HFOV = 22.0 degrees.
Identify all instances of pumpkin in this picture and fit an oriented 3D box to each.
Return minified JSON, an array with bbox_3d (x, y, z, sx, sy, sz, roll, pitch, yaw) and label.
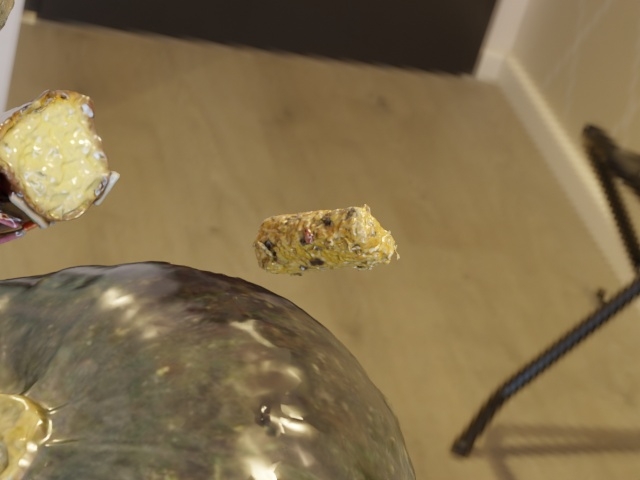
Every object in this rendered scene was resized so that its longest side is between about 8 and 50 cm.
[{"bbox_3d":[-0.149,0.222,1.097,0.454,0.344,0.454,-14,43,14],"label":"pumpkin"}]

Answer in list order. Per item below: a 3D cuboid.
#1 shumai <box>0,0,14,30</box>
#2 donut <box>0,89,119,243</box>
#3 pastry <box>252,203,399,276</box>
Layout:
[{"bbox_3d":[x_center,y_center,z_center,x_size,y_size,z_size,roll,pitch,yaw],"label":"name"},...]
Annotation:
[{"bbox_3d":[-0.450,-0.149,1.552,0.346,0.283,0.217,-19,50,-18],"label":"shumai"},{"bbox_3d":[-0.370,-0.011,1.520,0.259,0.136,0.345,-17,17,32],"label":"donut"},{"bbox_3d":[0.000,0.000,1.459,0.140,0.056,0.080,-7,-23,33],"label":"pastry"}]
